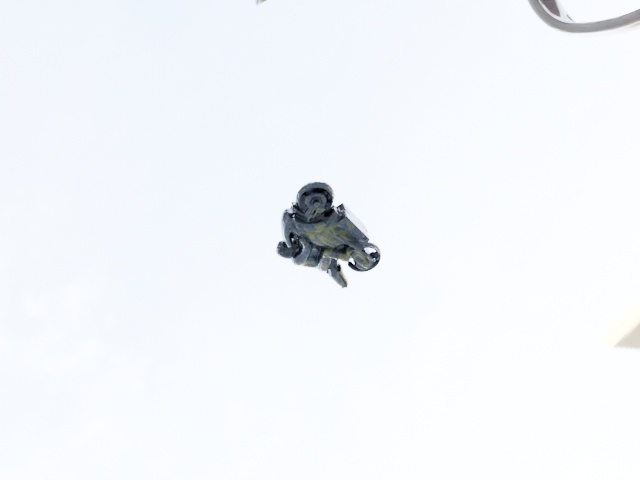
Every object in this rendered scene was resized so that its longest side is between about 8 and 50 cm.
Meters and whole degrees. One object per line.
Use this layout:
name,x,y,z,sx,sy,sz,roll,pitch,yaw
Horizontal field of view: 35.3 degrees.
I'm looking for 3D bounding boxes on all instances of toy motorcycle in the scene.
toy motorcycle,0.000,0.000,1.425,0.124,0.061,0.193,-29,-50,13

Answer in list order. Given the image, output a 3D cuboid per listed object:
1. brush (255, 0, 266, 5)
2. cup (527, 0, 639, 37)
brush,0.003,-0.344,1.013,0.042,0.039,0.299,19,-42,-26
cup,0.264,-0.281,0.691,0.288,0.273,0.208,-26,-9,3
